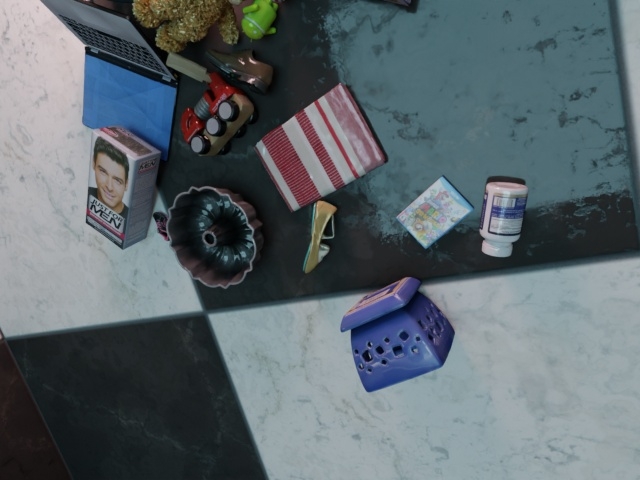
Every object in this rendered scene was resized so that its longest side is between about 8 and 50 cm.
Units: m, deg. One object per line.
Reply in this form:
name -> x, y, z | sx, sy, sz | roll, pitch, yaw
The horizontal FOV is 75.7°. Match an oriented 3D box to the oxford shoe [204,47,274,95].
oxford shoe -> -0.223, -0.491, 1.150 | 0.227, 0.083, 0.096 | 30, 92, 14

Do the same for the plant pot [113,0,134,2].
plant pot -> -0.464, -0.752, 1.066 | 0.195, 0.290, 0.290 | 12, 117, -20

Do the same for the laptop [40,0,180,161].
laptop -> -0.655, -0.486, 1.240 | 0.381, 0.408, 0.237 | 24, 81, 13

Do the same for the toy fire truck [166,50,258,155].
toy fire truck -> -0.341, -0.396, 1.188 | 0.217, 0.158, 0.246 | -38, 81, 29

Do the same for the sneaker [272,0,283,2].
sneaker -> -0.059, -0.686, 0.934 | 0.111, 0.121, 0.299 | 14, 145, -13

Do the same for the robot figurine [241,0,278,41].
robot figurine -> -0.161, -0.581, 1.077 | 0.067, 0.101, 0.115 | 38, 95, 25

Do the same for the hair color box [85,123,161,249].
hair color box -> -0.671, -0.173, 1.387 | 0.185, 0.113, 0.375 | 33, 124, 9

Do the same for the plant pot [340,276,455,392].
plant pot -> 0.203, 0.241, 1.126 | 0.235, 0.236, 0.212 | -30, 87, 27

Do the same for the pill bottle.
pill bottle -> 0.440, -0.051, 1.000 | 0.094, 0.094, 0.170 | 9, 111, 20

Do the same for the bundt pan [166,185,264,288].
bundt pan -> -0.317, -0.022, 1.309 | 0.330, 0.124, 0.331 | 8, 110, 21

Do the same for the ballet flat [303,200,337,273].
ballet flat -> 0.000, 0.000, 1.213 | 0.073, 0.080, 0.233 | 12, 114, 3

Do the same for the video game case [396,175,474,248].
video game case -> 0.302, -0.072, 1.095 | 0.119, 0.015, 0.166 | 47, 118, 3

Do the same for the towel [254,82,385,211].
towel -> -0.010, -0.247, 1.157 | 0.328, 0.037, 0.237 | -25, 98, 29

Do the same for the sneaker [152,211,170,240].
sneaker -> -0.551, -0.047, 1.436 | 0.047, 0.057, 0.119 | -36, 90, 30

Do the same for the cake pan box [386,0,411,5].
cake pan box -> 0.113, -0.692, 0.923 | 0.266, 0.070, 0.246 | 27, 114, 21

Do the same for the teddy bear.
teddy bear -> -0.310, -0.604, 1.053 | 0.337, 0.113, 0.245 | -12, 140, 0
